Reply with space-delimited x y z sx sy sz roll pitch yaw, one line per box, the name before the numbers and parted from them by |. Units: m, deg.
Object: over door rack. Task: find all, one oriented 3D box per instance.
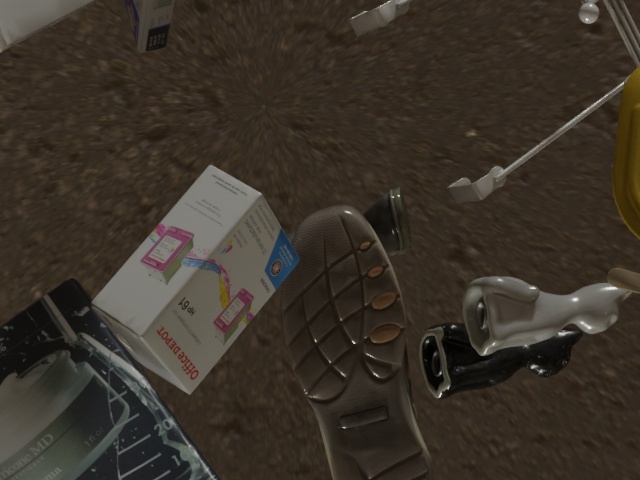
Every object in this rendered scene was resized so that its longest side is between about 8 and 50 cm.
over door rack | 0.234 -0.217 1.394 0.324 0.108 0.239 -33 101 -11

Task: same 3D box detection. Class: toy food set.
toy food set | 0.287 -0.050 0.955 0.128 0.071 0.218 4 80 35

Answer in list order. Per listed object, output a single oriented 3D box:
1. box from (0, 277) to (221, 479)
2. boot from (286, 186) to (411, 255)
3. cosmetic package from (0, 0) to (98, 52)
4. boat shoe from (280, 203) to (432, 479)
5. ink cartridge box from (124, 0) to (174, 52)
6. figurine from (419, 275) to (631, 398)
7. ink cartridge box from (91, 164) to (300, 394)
box | -0.336 0.391 1.553 0.480 0.297 0.472 -36 52 -10
boot | 0.000 0.002 1.554 0.208 0.189 0.076 -7 72 -3
cosmetic package | -0.345 -0.258 1.243 0.197 0.365 0.155 -13 105 10
boat shoe | 0.033 0.128 1.402 0.132 0.130 0.355 -10 106 0
ink cartridge box | -0.221 -0.354 1.532 0.045 0.206 0.208 -17 81 -13
figurine | 0.257 0.111 1.594 0.209 0.215 0.092 -3 62 -23
ink cartridge box | -0.079 0.027 0.849 0.052 0.088 0.122 31 73 32
